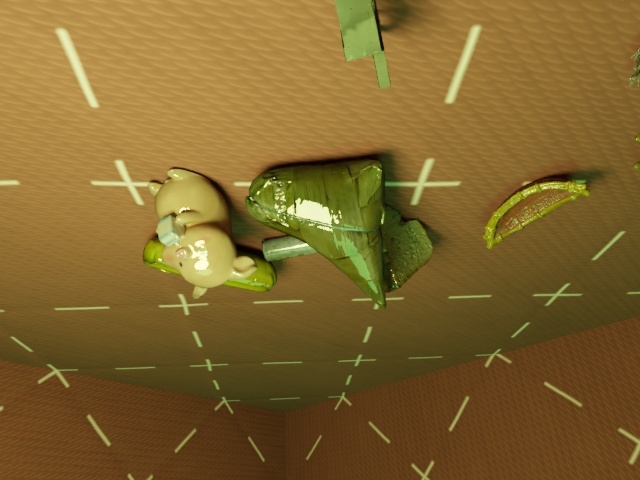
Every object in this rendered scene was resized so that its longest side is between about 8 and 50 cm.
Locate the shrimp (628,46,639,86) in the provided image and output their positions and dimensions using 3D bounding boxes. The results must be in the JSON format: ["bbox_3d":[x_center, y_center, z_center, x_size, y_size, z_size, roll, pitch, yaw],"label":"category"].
[{"bbox_3d":[0.611,-0.349,0.918,0.057,0.065,0.165,29,154,8],"label":"shrimp"}]

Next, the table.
[{"bbox_3d":[0.060,-0.345,0.781,0.063,0.146,0.175,-10,147,9],"label":"table"}]

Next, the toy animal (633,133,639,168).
[{"bbox_3d":[0.781,-0.170,1.153,0.073,0.136,0.181,-18,145,22],"label":"toy animal"}]

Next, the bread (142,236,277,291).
[{"bbox_3d":[-0.311,0.064,1.450,0.384,0.112,0.166,15,171,-21],"label":"bread"}]

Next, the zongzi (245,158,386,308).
[{"bbox_3d":[0.000,0.000,1.188,0.324,0.359,0.160,-4,-167,10],"label":"zongzi"}]

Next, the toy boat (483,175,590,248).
[{"bbox_3d":[0.546,-0.084,1.314,0.141,0.098,0.318,18,146,-25],"label":"toy boat"}]

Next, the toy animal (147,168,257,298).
[{"bbox_3d":[-0.294,-0.018,1.210,0.195,0.256,0.213,-20,156,24],"label":"toy animal"}]

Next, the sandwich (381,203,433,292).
[{"bbox_3d":[0.173,-0.024,1.357,0.100,0.288,0.254,-25,-173,42],"label":"sandwich"}]

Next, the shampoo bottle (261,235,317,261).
[{"bbox_3d":[-0.057,0.012,1.437,0.214,0.072,0.072,-10,148,11],"label":"shampoo bottle"}]
